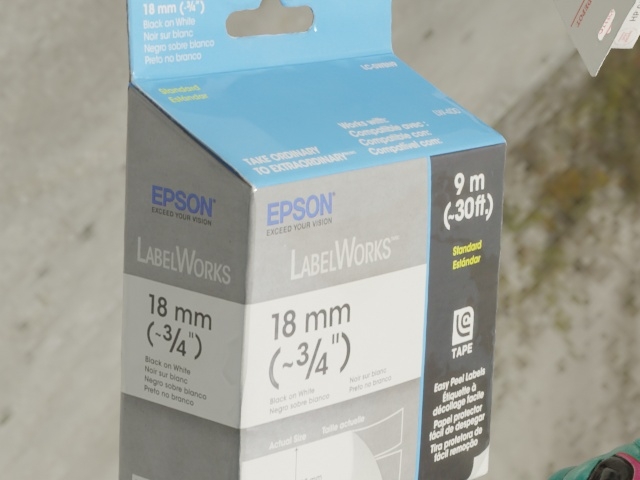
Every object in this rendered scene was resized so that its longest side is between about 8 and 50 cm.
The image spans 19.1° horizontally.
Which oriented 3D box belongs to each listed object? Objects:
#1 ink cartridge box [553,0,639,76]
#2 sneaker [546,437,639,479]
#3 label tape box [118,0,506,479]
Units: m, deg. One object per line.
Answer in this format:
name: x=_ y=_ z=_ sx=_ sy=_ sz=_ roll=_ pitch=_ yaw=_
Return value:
ink cartridge box: x=0.252 y=-0.242 z=1.685 sx=0.061 sy=0.181 sz=0.104 roll=-2 pitch=142 yaw=-22
sneaker: x=0.223 y=0.250 z=1.374 sx=0.178 sy=0.124 sz=0.295 roll=-18 pitch=-151 yaw=19
label tape box: x=0.000 y=0.000 z=1.141 sx=0.240 sy=0.106 sz=0.334 roll=-12 pitch=109 yaw=-48
